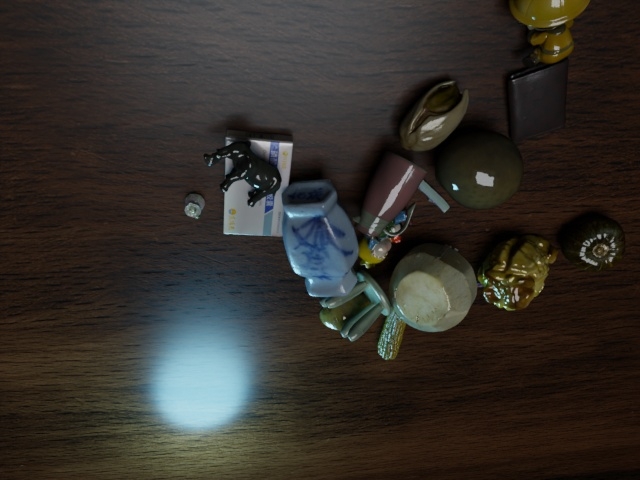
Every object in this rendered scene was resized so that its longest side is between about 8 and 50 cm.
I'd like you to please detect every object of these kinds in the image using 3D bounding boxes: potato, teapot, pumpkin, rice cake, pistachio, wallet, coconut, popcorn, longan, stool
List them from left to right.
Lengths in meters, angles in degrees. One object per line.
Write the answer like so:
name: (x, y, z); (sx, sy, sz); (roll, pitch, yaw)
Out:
teapot: (-0.401, -0.103, 1.466); (0.064, 0.064, 0.083); (-12, 126, 1)
potato: (0.124, 0.281, 1.797); (0.262, 0.100, 0.120); (-9, 127, -2)
stool: (0.129, 0.236, 1.675); (0.199, 0.195, 0.195); (-33, 88, -12)
rice cake: (0.375, -0.156, 1.563); (0.180, 0.030, 0.042); (37, 108, -29)
coconut: (0.403, 0.165, 1.645); (0.324, 0.322, 0.322); (-4, 126, -6)
pistachio: (0.334, -0.360, 1.353); (0.138, 0.153, 0.237); (45, 112, 11)
longan: (0.485, -0.215, 1.411); (0.259, 0.258, 0.257); (-4, 126, -6)
popcorn: (0.728, 0.100, 1.700); (0.332, 0.225, 0.264); (-39, 136, -7)
wallet: (0.666, -0.424, 1.407); (0.182, 0.049, 0.229); (-18, 128, 5)
pumpkin: (1.018, 0.011, 1.712); (0.219, 0.162, 0.218); (0, 102, 1)

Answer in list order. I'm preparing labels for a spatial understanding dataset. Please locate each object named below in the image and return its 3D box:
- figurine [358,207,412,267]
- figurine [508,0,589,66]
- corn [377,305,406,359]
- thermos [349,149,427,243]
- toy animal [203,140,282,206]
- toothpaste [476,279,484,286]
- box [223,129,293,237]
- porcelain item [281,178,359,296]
figurine: (0.221, -0.008, 1.601); (0.185, 0.127, 0.234); (-7, 115, -10)
figurine: (0.609, -0.596, 1.203); (0.192, 0.167, 0.256); (-35, 126, 0)
corn: (0.302, 0.371, 1.893); (0.097, 0.097, 0.319); (3, 123, -11)
thermos: (0.217, -0.126, 1.442); (0.177, 0.146, 0.264); (26, 100, -4)
toy animal: (-0.218, -0.202, 1.326); (0.146, 0.114, 0.245); (-37, 143, 25)
toothpaste: (0.623, 0.173, 1.839); (0.170, 0.028, 0.045); (-3, 119, -9)
box: (-0.200, -0.170, 1.446); (0.201, 0.065, 0.343); (3, 125, -10)
porcelain item: (0.000, 0.000, 1.507); (0.243, 0.178, 0.404); (-2, 131, 14)
